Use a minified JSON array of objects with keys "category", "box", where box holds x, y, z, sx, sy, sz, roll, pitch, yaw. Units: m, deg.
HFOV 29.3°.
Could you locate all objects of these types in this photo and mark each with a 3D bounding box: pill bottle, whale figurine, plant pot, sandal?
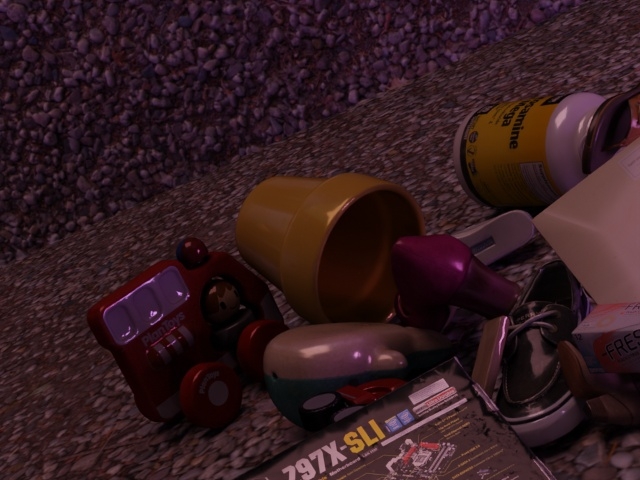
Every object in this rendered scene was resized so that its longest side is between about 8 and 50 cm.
[{"category":"pill bottle","box":[0.399,-0.153,2.079,0.188,0.188,0.334,-36,20,-32]},{"category":"whale figurine","box":[0.053,0.186,1.700,0.272,0.141,0.216,-6,5,-34]},{"category":"plant pot","box":[0.000,0.000,1.960,0.254,0.254,0.239,-35,39,-31]},{"category":"sandal","box":[0.433,-0.159,1.680,0.219,0.090,0.060,-30,38,-34]}]

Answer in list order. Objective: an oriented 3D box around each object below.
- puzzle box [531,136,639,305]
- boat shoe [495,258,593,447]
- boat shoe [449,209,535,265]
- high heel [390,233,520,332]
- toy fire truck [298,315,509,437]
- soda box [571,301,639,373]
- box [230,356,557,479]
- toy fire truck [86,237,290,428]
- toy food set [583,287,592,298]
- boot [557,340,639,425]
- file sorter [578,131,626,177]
[{"category":"puzzle box","box":[0.486,-0.052,1.448,0.409,0.052,0.272,-38,47,8]},{"category":"boat shoe","box":[0.270,0.131,1.523,0.121,0.119,0.335,-18,18,22]},{"category":"boat shoe","box":[0.249,0.017,1.999,0.228,0.079,0.081,-25,-7,16]},{"category":"high heel","box":[0.134,0.047,1.746,0.127,0.181,0.377,-66,12,-15]},{"category":"toy fire truck","box":[0.121,0.203,1.488,0.246,0.158,0.217,-23,14,-25]},{"category":"soda box","box":[0.365,0.103,1.315,0.183,0.058,0.063,-9,24,49]},{"category":"box","box":[0.070,0.290,1.227,0.322,0.079,0.257,-28,42,-10]},{"category":"toy fire truck","box":[-0.195,0.138,1.917,0.302,0.253,0.169,-37,21,-35]},{"category":"toy food set","box":[0.421,0.051,1.542,0.232,0.111,0.104,13,28,12]},{"category":"boot","box":[0.331,0.160,1.398,0.087,0.118,0.042,-9,-32,-16]},{"category":"file sorter","box":[0.508,-0.080,1.739,0.193,0.173,0.277,-25,17,2]}]
